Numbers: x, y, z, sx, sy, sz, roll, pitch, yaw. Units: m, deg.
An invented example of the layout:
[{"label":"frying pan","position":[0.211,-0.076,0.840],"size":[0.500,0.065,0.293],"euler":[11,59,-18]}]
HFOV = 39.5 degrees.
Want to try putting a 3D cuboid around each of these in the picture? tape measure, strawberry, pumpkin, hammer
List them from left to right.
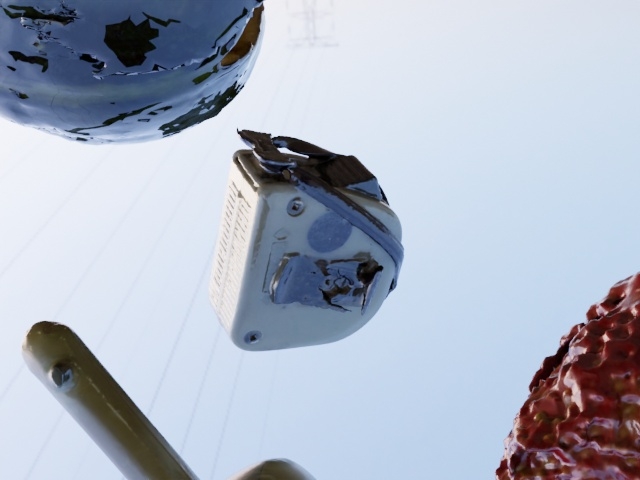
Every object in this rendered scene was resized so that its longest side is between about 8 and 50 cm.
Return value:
[{"label":"pumpkin","position":[-0.109,-0.204,0.467],"size":[0.192,0.320,0.320],"euler":[8,-157,-4]},{"label":"hammer","position":[-0.137,0.186,0.738],"size":[0.202,0.305,0.113],"euler":[-36,-173,18]},{"label":"tape measure","position":[0.000,0.000,1.060],"size":[0.231,0.271,0.133],"euler":[-4,-148,-26]},{"label":"strawberry","position":[0.196,0.092,0.593],"size":[0.228,0.098,0.174],"euler":[-29,-166,5]}]
